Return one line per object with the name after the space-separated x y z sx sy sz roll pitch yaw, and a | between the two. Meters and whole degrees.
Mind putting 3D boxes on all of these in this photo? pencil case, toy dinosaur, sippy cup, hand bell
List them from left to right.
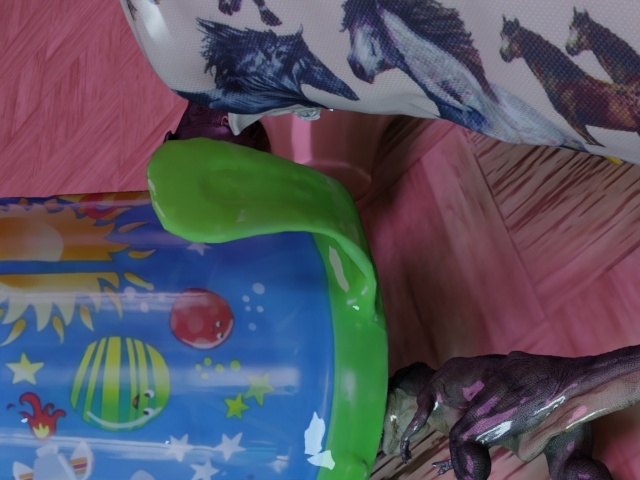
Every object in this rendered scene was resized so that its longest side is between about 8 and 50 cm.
-0.114 0.068 0.613 0.240 0.224 0.305 39 119 56 | sippy cup
0.000 0.000 0.723 0.126 0.126 0.242 -23 56 44 | hand bell
0.094 -0.110 0.480 0.410 0.183 0.160 16 56 37 | pencil case
0.103 0.097 0.509 0.268 0.064 0.118 -16 43 44 | toy dinosaur

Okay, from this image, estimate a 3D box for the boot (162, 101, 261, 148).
-0.060 -0.115 0.927 0.263 0.091 0.229 -11 59 56 | boot

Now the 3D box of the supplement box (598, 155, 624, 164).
0.131 -0.131 0.649 0.104 0.081 0.188 -56 31 4 | supplement box
